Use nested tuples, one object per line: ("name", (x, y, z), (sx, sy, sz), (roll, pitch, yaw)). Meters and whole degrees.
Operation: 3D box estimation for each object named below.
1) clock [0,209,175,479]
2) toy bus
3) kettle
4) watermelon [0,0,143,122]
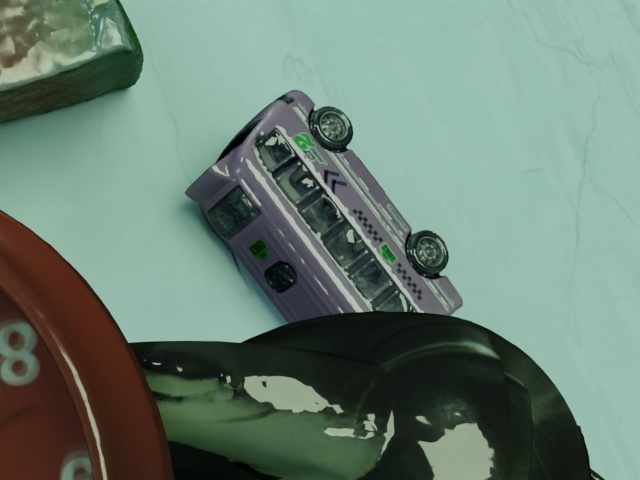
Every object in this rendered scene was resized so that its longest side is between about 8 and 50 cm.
("clock", (-0.212, 0.125, 0.547), (0.319, 0.080, 0.318), (-2, 81, 10))
("toy bus", (0.000, 0.000, 0.920), (0.108, 0.096, 0.199), (-38, 91, -35))
("kettle", (-0.029, 0.135, 0.676), (0.321, 0.324, 0.228), (23, 55, -21))
("watermelon", (-0.250, -0.179, 0.822), (0.302, 0.151, 0.264), (-35, 87, -40))
